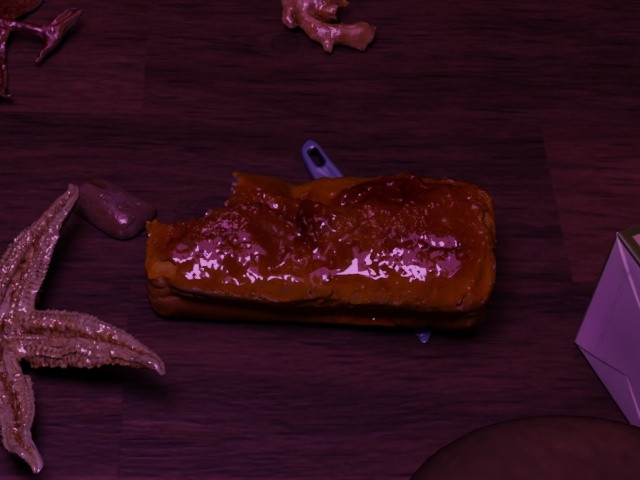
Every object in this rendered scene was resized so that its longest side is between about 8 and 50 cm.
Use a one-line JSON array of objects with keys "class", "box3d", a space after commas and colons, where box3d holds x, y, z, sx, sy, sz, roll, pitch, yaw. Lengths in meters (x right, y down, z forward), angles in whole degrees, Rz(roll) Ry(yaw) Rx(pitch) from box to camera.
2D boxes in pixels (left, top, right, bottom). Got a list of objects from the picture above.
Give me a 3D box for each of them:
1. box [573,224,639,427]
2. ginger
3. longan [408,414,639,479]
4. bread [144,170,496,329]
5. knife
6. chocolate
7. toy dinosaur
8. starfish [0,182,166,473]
[{"class": "box", "box3d": [0.382, 0.094, 1.293, 0.148, 0.195, 0.177, -16, 54, -17]}, {"class": "ginger", "box3d": [0.027, -0.333, 1.701, 0.176, 0.052, 0.193, -6, 52, -17]}, {"class": "longan", "box3d": [0.213, 0.303, 1.022, 0.361, 0.361, 0.361, 3, 51, -3]}, {"class": "bread", "box3d": [0.000, 0.000, 1.381, 0.380, 0.109, 0.185, 2, 56, 1]}, {"class": "knife", "box3d": [0.049, -0.006, 1.458, 0.044, 0.019, 0.313, -22, 57, -17]}, {"class": "chocolate", "box3d": [-0.240, -0.045, 1.453, 0.101, 0.031, 0.064, 31, 50, 20]}, {"class": "toy dinosaur", "box3d": [-0.425, -0.285, 1.581, 0.207, 0.113, 0.327, 29, 56, 17]}, {"class": "starfish", "box3d": [-0.345, 0.101, 1.291, 0.347, 0.078, 0.357, -8, 52, -13]}]
